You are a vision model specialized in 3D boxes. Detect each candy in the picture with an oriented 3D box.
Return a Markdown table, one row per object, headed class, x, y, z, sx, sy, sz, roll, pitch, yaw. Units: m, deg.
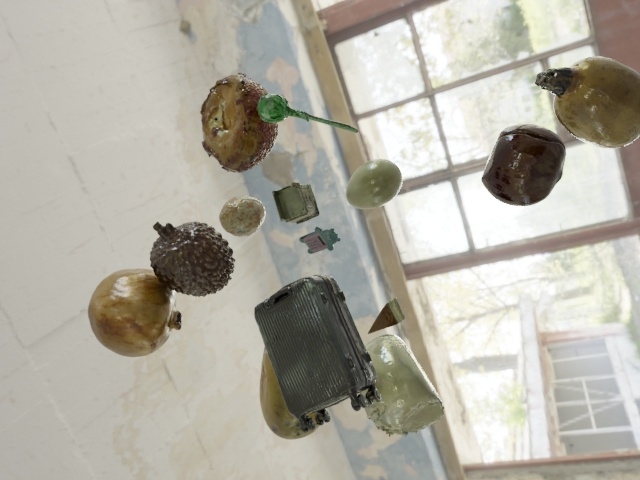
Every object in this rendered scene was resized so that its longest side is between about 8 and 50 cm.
| class | x | y | z | sx | sy | sz | roll | pitch | yaw |
| --- | --- | --- | --- | --- | --- | --- | --- | --- | --- |
| candy | -0.039 | -0.374 | 1.738 | 0.097 | 0.323 | 0.097 | 17 | -90 | -79 |

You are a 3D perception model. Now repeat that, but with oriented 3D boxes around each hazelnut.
| class | x | y | z | sx | sy | sz | roll | pitch | yaw |
| --- | --- | --- | --- | --- | --- | --- | --- | --- | --- |
| hazelnut | 0.579 | -0.212 | 1.634 | 0.218 | 0.217 | 0.234 | -13 | -57 | -68 |

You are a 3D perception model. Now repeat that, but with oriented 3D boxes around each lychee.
| class | x | y | z | sx | sy | sz | roll | pitch | yaw |
| --- | --- | --- | --- | --- | --- | --- | --- | --- | --- |
| lychee | -0.324 | 0.040 | 1.428 | 0.238 | 0.200 | 0.200 | 47 | -146 | -26 |

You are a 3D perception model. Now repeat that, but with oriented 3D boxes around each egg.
| class | x | y | z | sx | sy | sz | roll | pitch | yaw |
| --- | --- | --- | --- | --- | --- | --- | --- | --- | --- |
| egg | 0.216 | -0.227 | 2.359 | 0.188 | 0.253 | 0.189 | 45 | -159 | -23 |
| egg | -0.364 | -0.116 | 2.705 | 0.233 | 0.194 | 0.195 | -25 | -79 | -43 |

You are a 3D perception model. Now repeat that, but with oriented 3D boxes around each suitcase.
| class | x | y | z | sx | sy | sz | roll | pitch | yaw |
| --- | --- | --- | --- | --- | --- | --- | --- | --- | --- |
| suitcase | -0.011 | 0.242 | 1.277 | 0.128 | 0.202 | 0.312 | 2 | -120 | -59 |

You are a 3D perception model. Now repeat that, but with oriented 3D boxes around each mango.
| class | x | y | z | sx | sy | sz | roll | pitch | yaw |
| --- | --- | --- | --- | --- | --- | --- | --- | --- | --- |
| mango | -0.084 | 0.398 | 1.708 | 0.253 | 0.182 | 0.365 | 132 | 139 | -66 |

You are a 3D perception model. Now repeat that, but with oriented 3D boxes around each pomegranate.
| class | x | y | z | sx | sy | sz | roll | pitch | yaw |
| --- | --- | --- | --- | --- | --- | --- | --- | --- | --- |
| pomegranate | -0.469 | 0.184 | 1.475 | 0.248 | 0.248 | 0.248 | -14 | -90 | -68 |

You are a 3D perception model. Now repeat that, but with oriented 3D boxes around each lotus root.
| class | x | y | z | sx | sy | sz | roll | pitch | yaw |
| --- | --- | --- | --- | --- | --- | --- | --- | --- | --- |
| lotus root | 0.615 | -0.320 | 1.294 | 0.309 | 0.183 | 0.183 | 20 | -128 | -24 |

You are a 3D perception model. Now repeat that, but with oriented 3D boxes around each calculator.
| class | x | y | z | sx | sy | sz | roll | pitch | yaw |
| --- | --- | --- | --- | --- | --- | --- | --- | --- | --- |
| calculator | 0.000 | 0.000 | 1.813 | 0.094 | 0.141 | 0.019 | 55 | -141 | -20 |

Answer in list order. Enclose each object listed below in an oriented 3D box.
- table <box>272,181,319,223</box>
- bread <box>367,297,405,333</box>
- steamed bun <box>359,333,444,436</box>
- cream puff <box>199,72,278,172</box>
| class | x | y | z | sx | sy | sz | roll | pitch | yaw |
| --- | --- | --- | --- | --- | --- | --- | --- | --- | --- |
| table | -0.054 | -0.084 | 1.282 | 0.083 | 0.062 | 0.079 | 1 | -111 | -66 |
| bread | 0.219 | 0.272 | 2.058 | 0.074 | 0.139 | 0.084 | -21 | -96 | -54 |
| steamed bun | 0.237 | 0.483 | 1.910 | 0.334 | 0.232 | 0.312 | 56 | -178 | -41 |
| cream puff | -0.277 | -0.405 | 2.034 | 0.228 | 0.350 | 0.351 | 0 | -104 | -49 |
